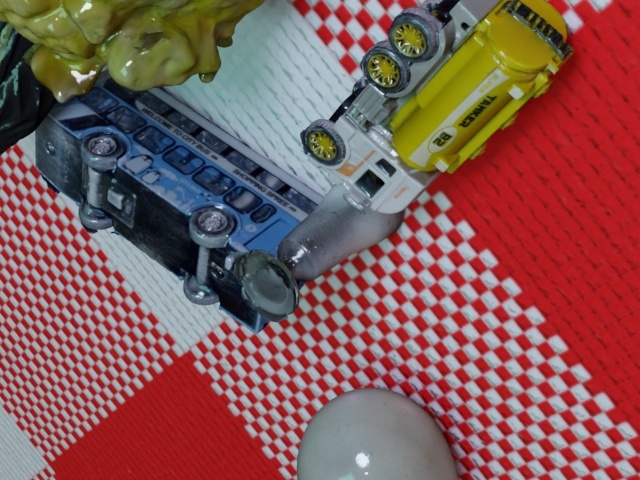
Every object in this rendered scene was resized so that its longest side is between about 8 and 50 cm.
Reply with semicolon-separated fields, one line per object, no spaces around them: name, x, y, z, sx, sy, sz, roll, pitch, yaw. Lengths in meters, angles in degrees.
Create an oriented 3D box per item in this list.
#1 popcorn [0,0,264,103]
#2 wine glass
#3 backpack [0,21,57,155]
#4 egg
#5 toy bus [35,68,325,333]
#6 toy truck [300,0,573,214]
popcorn;-0.148;-0.241;0.965;0.258;0.270;0.224;44;-174;-8
wine glass;0.000;0.000;1.084;0.072;0.155;0.072;26;135;29
backpack;-0.288;-0.215;1.146;0.253;0.140;0.207;-44;66;13
egg;0.058;0.239;1.217;0.151;0.151;0.209;8;125;41
toy bus;-0.134;-0.046;1.203;0.297;0.131;0.106;34;138;20
toy truck;0.085;-0.108;0.964;0.114;0.098;0.227;44;140;0
